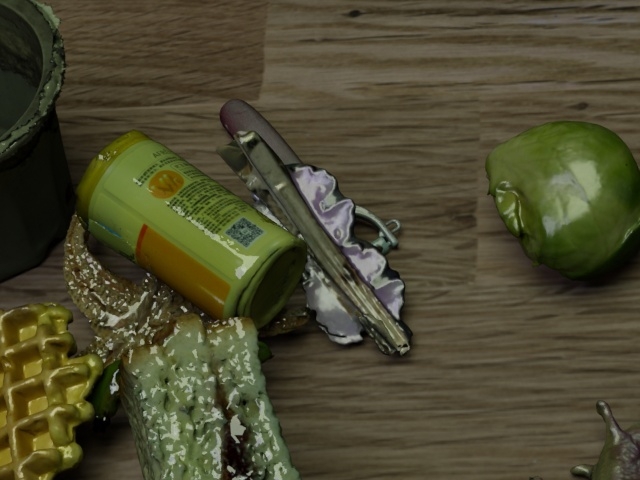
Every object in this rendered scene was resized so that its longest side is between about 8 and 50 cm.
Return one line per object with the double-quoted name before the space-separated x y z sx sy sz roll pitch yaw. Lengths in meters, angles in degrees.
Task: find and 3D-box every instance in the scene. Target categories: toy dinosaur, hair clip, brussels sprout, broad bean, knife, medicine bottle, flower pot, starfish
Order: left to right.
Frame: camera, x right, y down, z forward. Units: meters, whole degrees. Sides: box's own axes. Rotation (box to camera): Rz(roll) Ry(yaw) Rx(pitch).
"flower pot" -0.376 -0.103 1.830 0.290 0.259 0.290 -5 54 7
"starfish" -0.155 0.081 1.783 0.302 0.060 0.299 23 67 16
"broad bean" -0.145 0.127 1.704 0.195 0.046 0.061 -24 89 3
"medicine bottle" -0.136 -0.011 1.728 0.239 0.124 0.124 33 67 22
"knife" -0.028 -0.073 1.874 0.123 0.053 0.278 -28 57 -15
"hair clip" 0.000 0.000 1.773 0.106 0.084 0.292 -35 81 -14
"brussels sprout" 0.257 -0.047 1.760 0.145 0.131 0.183 -36 56 12
"toy dinosaur" 0.300 0.246 1.588 0.200 0.072 0.251 -6 45 -6

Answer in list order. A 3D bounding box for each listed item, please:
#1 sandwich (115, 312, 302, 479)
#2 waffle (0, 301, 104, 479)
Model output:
"sandwich" -0.079 0.243 1.516 0.131 0.262 0.325 -14 76 -11
"waffle" -0.359 0.184 1.712 0.283 0.065 0.309 24 76 32
